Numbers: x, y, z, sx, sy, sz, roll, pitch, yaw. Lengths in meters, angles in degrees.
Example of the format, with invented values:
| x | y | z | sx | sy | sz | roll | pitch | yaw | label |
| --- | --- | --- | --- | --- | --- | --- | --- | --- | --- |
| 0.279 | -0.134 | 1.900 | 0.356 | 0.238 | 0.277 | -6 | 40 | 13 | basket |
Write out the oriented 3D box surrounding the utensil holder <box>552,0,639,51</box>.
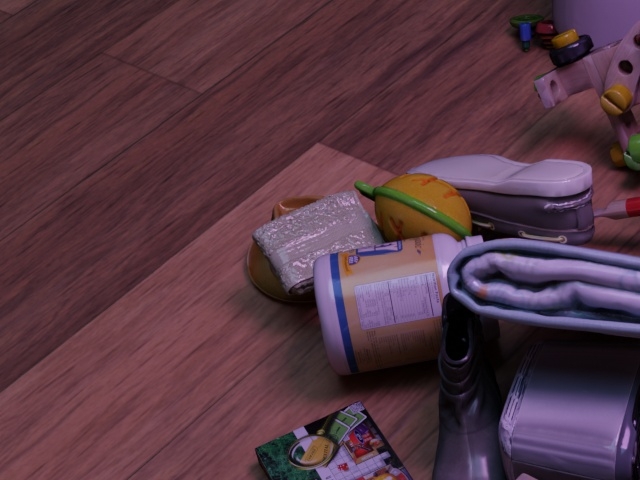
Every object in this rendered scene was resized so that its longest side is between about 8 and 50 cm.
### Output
| x | y | z | sx | sy | sz | roll | pitch | yaw | label |
| --- | --- | --- | --- | --- | --- | --- | --- | --- | --- |
| 0.480 | -0.476 | 2.029 | 0.327 | 0.385 | 0.327 | -3 | 33 | 2 | utensil holder |

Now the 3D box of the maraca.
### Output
| x | y | z | sx | sy | sz | roll | pitch | yaw | label |
| --- | --- | --- | --- | --- | --- | --- | --- | --- | --- |
| 0.115 | -0.035 | 1.820 | 0.099 | 0.127 | 0.185 | -58 | 33 | -6 | maraca |

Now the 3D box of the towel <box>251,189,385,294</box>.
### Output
| x | y | z | sx | sy | sz | roll | pitch | yaw | label |
| --- | --- | --- | --- | --- | --- | --- | --- | --- | --- |
| 0.000 | 0.000 | 1.809 | 0.148 | 0.027 | 0.110 | -24 | 63 | -19 | towel |

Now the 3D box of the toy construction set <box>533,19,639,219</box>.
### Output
| x | y | z | sx | sy | sz | roll | pitch | yaw | label |
| --- | --- | --- | --- | --- | --- | --- | --- | --- | --- |
| 0.385 | -0.150 | 1.870 | 0.237 | 0.257 | 0.309 | -11 | 41 | 35 | toy construction set |

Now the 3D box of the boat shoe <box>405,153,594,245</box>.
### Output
| x | y | z | sx | sy | sz | roll | pitch | yaw | label |
| --- | --- | --- | --- | --- | --- | --- | --- | --- | --- |
| 0.222 | -0.052 | 1.852 | 0.109 | 0.091 | 0.305 | -25 | 20 | -32 | boat shoe |

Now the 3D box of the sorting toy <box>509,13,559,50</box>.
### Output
| x | y | z | sx | sy | sz | roll | pitch | yaw | label |
| --- | --- | --- | --- | --- | --- | --- | --- | --- | --- |
| 0.321 | -0.307 | 2.191 | 0.061 | 0.042 | 0.102 | -19 | 24 | -31 | sorting toy |

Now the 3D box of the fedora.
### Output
| x | y | z | sx | sy | sz | roll | pitch | yaw | label |
| --- | --- | --- | --- | --- | --- | --- | --- | --- | --- |
| -0.010 | -0.004 | 1.888 | 0.194 | 0.079 | 0.194 | -9 | 39 | 7 | fedora |

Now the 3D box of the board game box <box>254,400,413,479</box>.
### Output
| x | y | z | sx | sy | sz | roll | pitch | yaw | label |
| --- | --- | --- | --- | --- | --- | --- | --- | --- | --- |
| 0.038 | 0.284 | 1.571 | 0.136 | 0.030 | 0.260 | -25 | 40 | -10 | board game box |

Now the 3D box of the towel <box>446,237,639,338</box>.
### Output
| x | y | z | sx | sy | sz | roll | pitch | yaw | label |
| --- | --- | --- | --- | --- | --- | --- | --- | --- | --- |
| 0.357 | 0.064 | 1.563 | 0.374 | 0.090 | 0.320 | 10 | 1 | 25 | towel |

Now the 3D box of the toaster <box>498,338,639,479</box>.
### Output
| x | y | z | sx | sy | sz | roll | pitch | yaw | label |
| --- | --- | --- | --- | --- | --- | --- | --- | --- | --- |
| 0.278 | 0.187 | 1.537 | 0.146 | 0.129 | 0.227 | 4 | 43 | 24 | toaster |

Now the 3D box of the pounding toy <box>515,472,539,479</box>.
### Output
| x | y | z | sx | sy | sz | roll | pitch | yaw | label |
| --- | --- | --- | --- | --- | --- | --- | --- | --- | --- |
| 0.223 | 0.310 | 1.401 | 0.141 | 0.130 | 0.100 | 25 | 53 | 37 | pounding toy |

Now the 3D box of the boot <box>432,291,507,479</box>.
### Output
| x | y | z | sx | sy | sz | roll | pitch | yaw | label |
| --- | --- | --- | --- | --- | --- | --- | --- | --- | --- |
| 0.149 | 0.177 | 1.558 | 0.083 | 0.161 | 0.246 | -7 | 40 | 10 | boot |

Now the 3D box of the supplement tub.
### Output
| x | y | z | sx | sy | sz | roll | pitch | yaw | label |
| --- | --- | --- | --- | --- | --- | --- | --- | --- | --- |
| 0.100 | 0.071 | 1.713 | 0.199 | 0.144 | 0.144 | -11 | 39 | 4 | supplement tub |
